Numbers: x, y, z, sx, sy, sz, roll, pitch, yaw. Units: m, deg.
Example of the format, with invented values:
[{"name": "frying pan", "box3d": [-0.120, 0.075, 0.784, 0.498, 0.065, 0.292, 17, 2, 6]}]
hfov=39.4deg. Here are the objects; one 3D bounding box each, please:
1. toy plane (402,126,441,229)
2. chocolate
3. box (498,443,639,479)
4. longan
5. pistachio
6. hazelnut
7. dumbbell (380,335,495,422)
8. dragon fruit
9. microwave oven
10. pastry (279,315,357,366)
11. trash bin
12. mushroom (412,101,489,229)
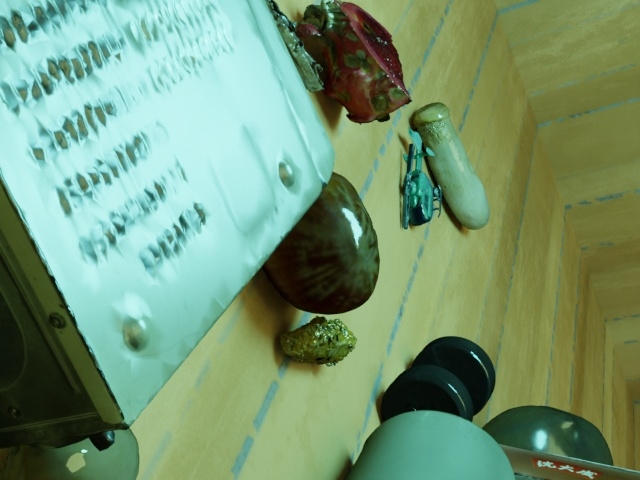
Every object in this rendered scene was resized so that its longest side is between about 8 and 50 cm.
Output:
[{"name": "toy plane", "box3d": [0.199, -0.117, 1.843, 0.096, 0.060, 0.235, 28, 57, -40]}, {"name": "chocolate", "box3d": [-0.092, -0.351, 1.353, 0.329, 0.065, 0.102, 50, 4, -42]}, {"name": "box", "box3d": [0.366, 0.543, 1.412, 0.122, 0.344, 0.386, -14, 109, -65]}, {"name": "longan", "box3d": [0.440, 0.473, 1.813, 0.350, 0.288, 0.289, 29, 52, -43]}, {"name": "pistachio", "box3d": [-0.218, 0.202, 0.792, 0.149, 0.113, 0.113, -5, 82, -62]}, {"name": "hazelnut", "box3d": [0.003, -0.001, 1.245, 0.181, 0.180, 0.212, -44, 116, -59]}, {"name": "dumbbell", "box3d": [0.209, 0.269, 1.564, 0.218, 0.152, 0.153, -28, 103, -63]}, {"name": "dragon fruit", "box3d": [0.042, -0.328, 1.563, 0.211, 0.134, 0.262, 47, 22, -27]}, {"name": "microwave oven", "box3d": [-0.233, -0.024, 0.542, 0.247, 0.394, 0.333, 66, 28, -19]}, {"name": "pastry", "box3d": [-0.002, 0.146, 1.292, 0.056, 0.080, 0.140, 58, 10, 27]}, {"name": "trash bin", "box3d": [0.114, 0.438, 1.165, 0.280, 0.280, 0.432, 69, 24, -15]}, {"name": "mushroom", "box3d": [0.303, -0.160, 2.026, 0.123, 0.095, 0.351, -96, 161, -57]}]
